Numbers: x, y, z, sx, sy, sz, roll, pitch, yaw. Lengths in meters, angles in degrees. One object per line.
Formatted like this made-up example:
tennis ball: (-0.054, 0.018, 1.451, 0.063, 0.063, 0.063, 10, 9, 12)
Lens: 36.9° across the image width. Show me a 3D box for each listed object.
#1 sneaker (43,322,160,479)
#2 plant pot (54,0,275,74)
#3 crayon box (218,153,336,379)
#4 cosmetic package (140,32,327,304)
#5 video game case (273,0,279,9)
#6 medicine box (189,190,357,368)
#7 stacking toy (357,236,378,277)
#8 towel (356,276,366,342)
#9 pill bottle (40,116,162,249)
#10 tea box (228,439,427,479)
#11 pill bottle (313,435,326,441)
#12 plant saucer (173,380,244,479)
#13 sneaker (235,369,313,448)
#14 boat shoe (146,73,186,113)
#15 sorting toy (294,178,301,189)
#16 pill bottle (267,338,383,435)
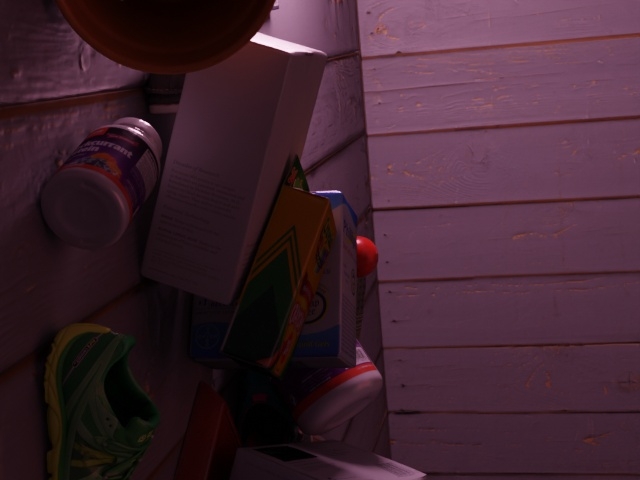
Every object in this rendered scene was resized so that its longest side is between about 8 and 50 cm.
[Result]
sneaker: (-0.255, 0.246, 1.149, 0.109, 0.123, 0.296, -49, 136, -73)
plant pot: (-0.199, -0.385, 1.244, 0.203, 0.290, 0.291, -104, -176, -62)
crayon box: (-0.050, 0.048, 1.490, 0.202, 0.081, 0.319, 69, 40, -76)
cosmetic package: (-0.127, -0.120, 1.456, 0.217, 0.156, 0.385, -32, 138, -74)
video game case: (-0.138, -0.644, 2.111, 0.196, 0.026, 0.274, -55, 140, -70)
medicine box: (-0.077, 0.074, 1.678, 0.149, 0.263, 0.289, 52, 37, -70)
stacking toy: (0.000, 0.000, 1.998, 0.330, 0.141, 0.141, 19, 64, -41)
towel: (-0.009, 0.217, 2.111, 0.312, 0.056, 0.324, -15, 115, -55)
pill bottle: (-0.265, -0.080, 1.206, 0.193, 0.108, 0.108, -73, 157, -58)
tea box: (-0.010, 0.532, 1.642, 0.329, 0.220, 0.324, 14, 91, -59)
pill bottle: (-0.048, 0.529, 2.057, 0.121, 0.121, 0.216, 75, 17, -45)
plant saucer: (-0.179, 0.419, 1.651, 0.258, 0.047, 0.259, -80, 163, -45)
sneaker: (-0.085, 0.382, 1.897, 0.178, 0.123, 0.295, -83, 158, -56)
boat shoe: (-0.190, -0.270, 1.589, 0.335, 0.112, 0.096, -40, 131, -70)
sorting toy: (-0.112, -0.113, 2.023, 0.126, 0.127, 0.365, 58, -9, 44)
pill bottle: (-0.035, 0.192, 1.810, 0.323, 0.181, 0.181, 56, 1, 21)
